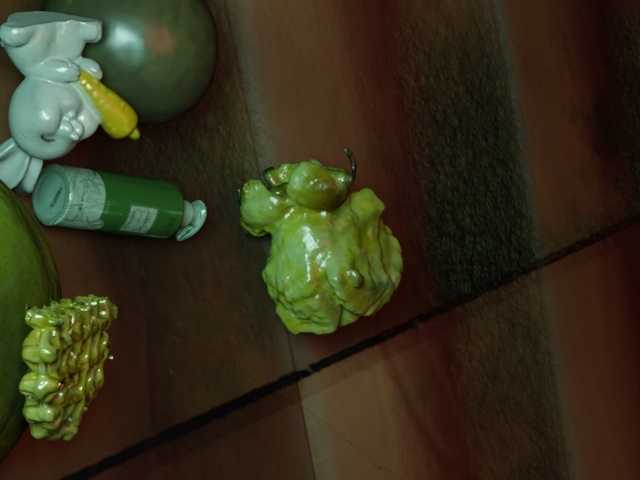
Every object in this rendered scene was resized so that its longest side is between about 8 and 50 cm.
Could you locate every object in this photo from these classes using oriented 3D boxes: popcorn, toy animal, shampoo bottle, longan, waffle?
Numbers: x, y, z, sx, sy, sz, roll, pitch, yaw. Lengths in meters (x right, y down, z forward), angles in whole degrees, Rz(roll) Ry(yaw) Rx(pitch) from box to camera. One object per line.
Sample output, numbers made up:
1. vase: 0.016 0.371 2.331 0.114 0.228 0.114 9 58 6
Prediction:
1. popcorn: 0.008 -0.002 1.995 0.168 0.173 0.195 -24 101 -34
2. toy animal: -0.250 -0.118 1.688 0.131 0.127 0.182 -9 110 -40
3. shampoo bottle: -0.194 -0.033 1.832 0.204 0.065 0.065 8 82 -49
4. longan: -0.192 -0.203 1.777 0.159 0.204 0.185 -49 171 10
5. waffle: -0.213 0.088 1.550 0.192 0.046 0.161 85 17 -62

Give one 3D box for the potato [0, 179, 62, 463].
1. potato: -0.317 0.053 1.566 0.330 0.212 0.280 55 50 -34
